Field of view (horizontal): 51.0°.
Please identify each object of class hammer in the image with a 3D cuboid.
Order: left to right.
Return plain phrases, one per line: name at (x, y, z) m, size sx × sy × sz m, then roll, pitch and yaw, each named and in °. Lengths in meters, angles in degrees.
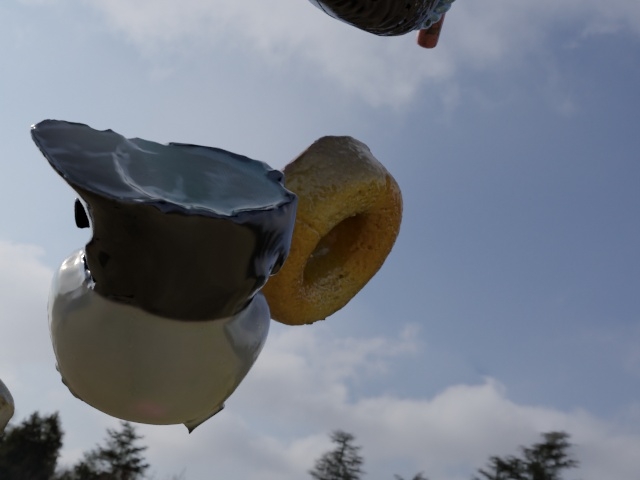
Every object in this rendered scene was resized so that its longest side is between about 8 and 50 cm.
hammer at (0.180, -0.357, 1.098) m, size 0.043 × 0.043 × 0.083 m, roll 13°, pitch -60°, yaw 4°

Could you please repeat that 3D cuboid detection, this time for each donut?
donut at (0.000, 0.000, 0.972) m, size 0.110 × 0.303 × 0.303 m, roll 40°, pitch -16°, yaw 32°

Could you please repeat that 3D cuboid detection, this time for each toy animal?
toy animal at (-0.109, 0.025, 0.438) m, size 0.165 × 0.179 × 0.138 m, roll 13°, pitch 15°, yaw -4°

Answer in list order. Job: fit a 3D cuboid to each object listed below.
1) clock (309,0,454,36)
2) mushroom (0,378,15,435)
clock at (0.075, -0.233, 0.456) m, size 0.100 × 0.196 × 0.194 m, roll 36°, pitch 20°, yaw 29°
mushroom at (-0.386, 0.120, 0.713) m, size 0.059 × 0.202 × 0.054 m, roll -42°, pitch -19°, yaw 15°
